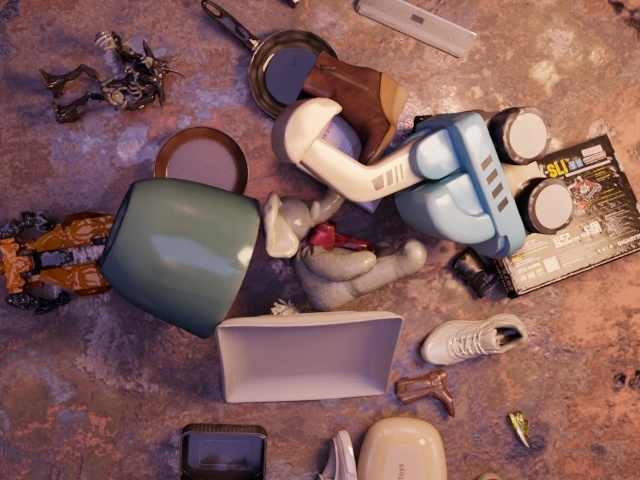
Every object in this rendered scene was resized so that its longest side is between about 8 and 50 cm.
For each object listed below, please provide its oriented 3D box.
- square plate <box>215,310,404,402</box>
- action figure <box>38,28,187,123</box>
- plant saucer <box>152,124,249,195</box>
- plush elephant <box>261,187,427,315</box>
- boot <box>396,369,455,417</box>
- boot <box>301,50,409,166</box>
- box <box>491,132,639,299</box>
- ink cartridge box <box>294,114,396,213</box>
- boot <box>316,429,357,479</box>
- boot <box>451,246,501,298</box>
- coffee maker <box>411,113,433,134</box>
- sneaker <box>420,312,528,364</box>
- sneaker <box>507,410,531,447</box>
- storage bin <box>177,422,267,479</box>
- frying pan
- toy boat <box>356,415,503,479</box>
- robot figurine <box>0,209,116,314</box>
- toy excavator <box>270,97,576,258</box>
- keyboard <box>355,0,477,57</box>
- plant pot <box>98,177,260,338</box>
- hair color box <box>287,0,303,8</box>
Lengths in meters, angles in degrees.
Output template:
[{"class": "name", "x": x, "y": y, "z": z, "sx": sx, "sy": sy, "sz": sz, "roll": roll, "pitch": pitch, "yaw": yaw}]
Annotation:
[{"class": "square plate", "x": -0.026, "y": 0.226, "z": 1.738, "sx": 0.347, "sy": 0.344, "sz": 0.049, "roll": -3, "pitch": 56, "yaw": -4}, {"class": "action figure", "x": -0.414, "y": -0.326, "z": 1.775, "sx": 0.275, "sy": 0.141, "sz": 0.164, "roll": -18, "pitch": 80, "yaw": -3}, {"class": "plant saucer", "x": -0.248, "y": -0.139, "z": 1.838, "sx": 0.198, "sy": 0.036, "sz": 0.199, "roll": 0, "pitch": 91, "yaw": -5}, {"class": "plush elephant", "x": 0.000, "y": 0.000, "z": 1.738, "sx": 0.330, "sy": 0.272, "sz": 0.255, "roll": -27, "pitch": 93, "yaw": -3}, {"class": "boot", "x": 0.222, "y": 0.337, "z": 1.873, "sx": 0.114, "sy": 0.037, "sz": 0.106, "roll": -14, "pitch": 78, "yaw": -7}, {"class": "boot", "x": 0.054, "y": -0.258, "z": 1.766, "sx": 0.206, "sy": 0.090, "sz": 0.248, "roll": 23, "pitch": 55, "yaw": -2}, {"class": "box", "x": 0.499, "y": -0.051, "z": 1.847, "sx": 0.322, "sy": 0.079, "sz": 0.257, "roll": -20, "pitch": 78, "yaw": -6}, {"class": "ink cartridge box", "x": 0.060, "y": -0.162, "z": 1.838, "sx": 0.190, "sy": 0.082, "sz": 0.140, "roll": 31, "pitch": 87, "yaw": -3}, {"class": "boot", "x": 0.007, "y": 0.526, "z": 1.827, "sx": 0.123, "sy": 0.095, "sz": 0.258, "roll": -2, "pitch": 91, "yaw": -11}, {"class": "boot", "x": 0.347, "y": 0.054, "z": 1.881, "sx": 0.121, "sy": 0.045, "sz": 0.099, "roll": -41, "pitch": 87, "yaw": -5}, {"class": "coffee maker", "x": 0.222, "y": -0.156, "z": 1.811, "sx": 0.171, "sy": 0.120, "sz": 0.178, "roll": 9, "pitch": 89, "yaw": -46}, {"class": "sneaker", "x": 0.324, "y": 0.206, "z": 1.841, "sx": 0.232, "sy": 0.115, "sz": 0.090, "roll": -17, "pitch": 91, "yaw": -4}, {"class": "sneaker", "x": 0.436, "y": 0.405, "z": 1.892, "sx": 0.035, "sy": 0.031, "sz": 0.083, "roll": -28, "pitch": 92, "yaw": -4}, {"class": "storage bin", "x": -0.201, "y": 0.448, "z": 1.819, "sx": 0.180, "sy": 0.084, "sz": 0.122, "roll": 2, "pitch": 90, "yaw": -3}, {"class": "frying pan", "x": -0.115, "y": -0.360, "z": 1.838, "sx": 0.326, "sy": 0.053, "sz": 0.197, "roll": 15, "pitch": 88, "yaw": -4}, {"class": "toy boat", "x": 0.232, "y": 0.509, "z": 1.835, "sx": 0.318, "sy": 0.148, "sz": 0.268, "roll": 7, "pitch": 85, "yaw": 3}, {"class": "robot figurine", "x": -0.517, "y": 0.036, "z": 1.794, "sx": 0.291, "sy": 0.085, "sz": 0.211, "roll": -9, "pitch": 90, "yaw": -5}, {"class": "toy excavator", "x": 0.182, "y": -0.119, "z": 1.598, "sx": 0.445, "sy": 0.222, "sz": 0.433, "roll": -30, "pitch": 106, "yaw": -17}, {"class": "keyboard", "x": 0.201, "y": -0.460, "z": 1.857, "sx": 0.256, "sy": 0.072, "sz": 0.014, "roll": 23, "pitch": 49, "yaw": -4}, {"class": "plant pot", "x": -0.281, "y": 0.012, "z": 1.683, "sx": 0.235, "sy": 0.293, "sz": 0.293, "roll": 22, "pitch": 88, "yaw": -18}, {"class": "hair color box", "x": -0.073, "y": -0.581, "z": 1.842, "sx": 0.093, "sy": 0.053, "sz": 0.167, "roll": -40, "pitch": 92, "yaw": -4}]
